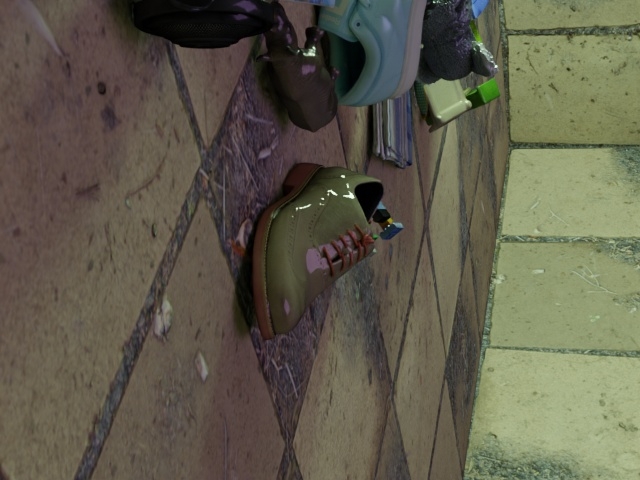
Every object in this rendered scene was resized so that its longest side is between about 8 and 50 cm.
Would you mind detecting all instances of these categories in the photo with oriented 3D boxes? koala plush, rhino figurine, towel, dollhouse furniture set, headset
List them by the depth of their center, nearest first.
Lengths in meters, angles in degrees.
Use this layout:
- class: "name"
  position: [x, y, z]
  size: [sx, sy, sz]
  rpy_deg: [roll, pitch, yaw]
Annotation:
- class: "headset"
  position: [-0.137, -0.284, 1.047]
  size: [0.394, 0.185, 0.243]
  rpy_deg: [-92, -179, -66]
- class: "rhino figurine"
  position: [-0.031, -0.223, 1.486]
  size: [0.243, 0.073, 0.106]
  rpy_deg: [54, 36, -64]
- class: "towel"
  position: [0.134, -0.243, 2.177]
  size: [0.285, 0.034, 0.209]
  rpy_deg: [5, 84, -77]
- class: "koala plush"
  position: [0.232, -0.395, 2.202]
  size: [0.203, 0.196, 0.221]
  rpy_deg: [-59, 137, -46]
- class: "dollhouse furniture set"
  position: [0.225, -0.339, 2.450]
  size: [0.301, 0.151, 0.197]
  rpy_deg: [-32, 102, -52]

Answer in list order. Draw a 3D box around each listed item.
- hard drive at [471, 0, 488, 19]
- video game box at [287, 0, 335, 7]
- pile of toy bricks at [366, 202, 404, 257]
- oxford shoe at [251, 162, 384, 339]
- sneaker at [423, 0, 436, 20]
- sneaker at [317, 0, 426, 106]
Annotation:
- class: "hard drive"
  position: [0.275, -0.633, 2.467]
  size: [0.318, 0.040, 0.210]
  rpy_deg: [68, 21, -14]
- class: "video game box"
  position: [-0.028, -0.389, 1.399]
  size: [0.187, 0.048, 0.205]
  rpy_deg: [-11, 112, -59]
- class: "pile of toy bricks"
  position: [0.040, -0.041, 1.748]
  size: [0.105, 0.118, 0.212]
  rpy_deg: [55, 20, 15]
- class: "oxford shoe"
  position: [0.000, 0.000, 1.499]
  size: [0.348, 0.130, 0.123]
  rpy_deg: [-70, 156, -51]
- class: "sneaker"
  position: [0.120, -0.484, 1.912]
  size: [0.146, 0.134, 0.343]
  rpy_deg: [45, -46, 48]
- class: "sneaker"
  position: [0.069, -0.359, 1.700]
  size: [0.150, 0.135, 0.365]
  rpy_deg: [-27, 126, -37]
